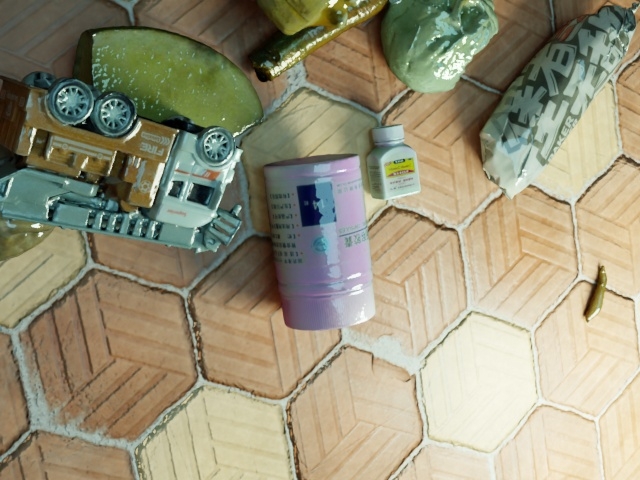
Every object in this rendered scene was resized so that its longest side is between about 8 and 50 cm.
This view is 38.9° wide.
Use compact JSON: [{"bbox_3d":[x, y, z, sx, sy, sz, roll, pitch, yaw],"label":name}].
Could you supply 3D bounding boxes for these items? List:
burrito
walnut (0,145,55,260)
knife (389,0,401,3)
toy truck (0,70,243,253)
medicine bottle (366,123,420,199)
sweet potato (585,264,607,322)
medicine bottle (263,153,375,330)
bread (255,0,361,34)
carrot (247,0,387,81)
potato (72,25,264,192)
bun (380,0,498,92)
[{"bbox_3d":[0.425,-0.278,1.602,0.139,0.101,0.445,40,81,-12],"label":"burrito"},{"bbox_3d":[-0.446,-0.054,1.184,0.230,0.178,0.178,1,95,-30],"label":"walnut"},{"bbox_3d":[0.163,-0.461,1.453,0.260,0.063,0.034,-51,155,-29],"label":"knife"},{"bbox_3d":[-0.250,-0.090,1.165,0.338,0.133,0.184,15,95,-36],"label":"toy truck"},{"bbox_3d":[0.118,-0.130,1.497,0.074,0.055,0.118,-12,100,-22],"label":"medicine bottle"},{"bbox_3d":[0.533,0.105,1.738,0.026,0.026,0.115,21,84,-26],"label":"sweet potato"},{"bbox_3d":[0.000,0.000,1.403,0.152,0.152,0.254,-12,100,-24],"label":"medicine bottle"},{"bbox_3d":[-0.078,-0.464,1.279,0.341,0.210,0.300,33,48,-30],"label":"bread"},{"bbox_3d":[-0.001,-0.332,1.412,0.260,0.070,0.070,-38,110,-15],"label":"carrot"},{"bbox_3d":[-0.217,-0.176,1.307,0.255,0.112,0.269,-9,112,-29],"label":"potato"},{"bbox_3d":[0.204,-0.346,1.476,0.204,0.126,0.212,4,95,-23],"label":"bun"}]
